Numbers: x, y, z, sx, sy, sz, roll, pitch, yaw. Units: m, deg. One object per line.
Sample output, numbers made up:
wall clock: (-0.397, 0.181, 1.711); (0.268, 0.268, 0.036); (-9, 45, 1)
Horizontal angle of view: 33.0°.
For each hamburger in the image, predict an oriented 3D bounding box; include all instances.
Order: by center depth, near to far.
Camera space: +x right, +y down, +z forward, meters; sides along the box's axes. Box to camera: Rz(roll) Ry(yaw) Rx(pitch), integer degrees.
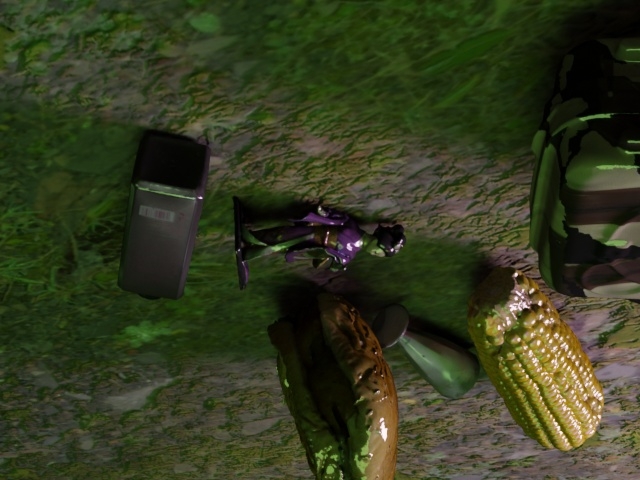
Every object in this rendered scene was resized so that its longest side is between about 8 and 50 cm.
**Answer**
hamburger: (0.027, 0.208, 1.364); (0.134, 0.265, 0.285); (-22, 149, -7)

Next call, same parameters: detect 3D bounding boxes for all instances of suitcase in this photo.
suitcase: (0.374, -0.052, 1.043); (0.351, 0.194, 0.339); (1, 150, 6)

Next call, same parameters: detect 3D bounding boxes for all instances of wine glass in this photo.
wine glass: (0.139, 0.147, 1.425); (0.073, 0.073, 0.155); (-25, 135, 33)

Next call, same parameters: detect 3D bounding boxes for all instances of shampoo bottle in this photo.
shampoo bottle: (-0.182, -0.013, 1.235); (0.080, 0.079, 0.246); (12, 143, -8)

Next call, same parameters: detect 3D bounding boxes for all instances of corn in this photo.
corn: (0.276, 0.161, 1.386); (0.130, 0.130, 0.347); (-14, 138, 23)

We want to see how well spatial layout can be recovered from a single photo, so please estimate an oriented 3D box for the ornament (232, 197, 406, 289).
ornament: (-0.003, 0.007, 1.243); (0.203, 0.081, 0.088); (3, 144, 1)
